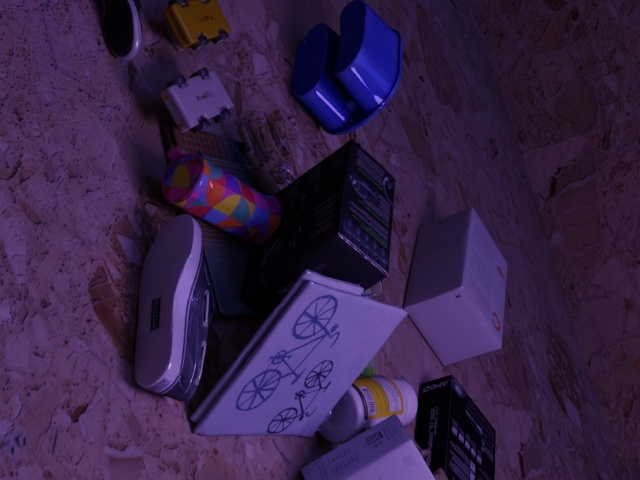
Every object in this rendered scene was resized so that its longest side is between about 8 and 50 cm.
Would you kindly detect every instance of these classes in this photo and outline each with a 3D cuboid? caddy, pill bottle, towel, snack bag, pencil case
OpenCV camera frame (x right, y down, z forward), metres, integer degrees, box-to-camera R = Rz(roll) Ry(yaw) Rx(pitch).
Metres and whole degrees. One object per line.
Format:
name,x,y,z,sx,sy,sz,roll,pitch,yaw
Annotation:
caddy,0.076,-0.402,2.210,0.179,0.241,0.341,41,38,-33
pill bottle,0.091,0.324,1.811,0.208,0.119,0.119,5,66,-51
towel,-0.165,-0.029,1.732,0.271,0.040,0.370,12,59,-59
snack bag,-0.021,0.202,1.567,0.037,0.323,0.342,44,15,33
pencil case,-0.169,-0.075,1.616,0.236,0.104,0.104,33,43,-49

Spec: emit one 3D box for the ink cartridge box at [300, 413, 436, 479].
ink cartridge box,0.101,0.517,1.656,0.309,0.271,0.130,61,-2,-13

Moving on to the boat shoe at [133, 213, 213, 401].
boat shoe,-0.217,0.105,1.470,0.102,0.108,0.301,36,43,-44

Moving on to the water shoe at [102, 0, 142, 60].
water shoe,-0.342,-0.410,1.655,0.080,0.073,0.203,8,64,-61

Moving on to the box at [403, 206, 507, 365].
box,0.356,0.114,2.405,0.215,0.168,0.345,54,30,-24

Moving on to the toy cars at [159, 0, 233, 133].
toy cars,-0.245,-0.326,1.736,0.176,0.087,0.394,39,36,-44

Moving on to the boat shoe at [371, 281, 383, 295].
boat shoe,0.110,0.062,2.135,0.042,0.049,0.133,-30,93,-54

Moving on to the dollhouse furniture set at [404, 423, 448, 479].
dollhouse furniture set,0.155,0.476,1.870,0.129,0.129,0.184,15,33,-56

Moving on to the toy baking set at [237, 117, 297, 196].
toy baking set,-0.091,-0.141,1.902,0.256,0.030,0.197,60,19,-25

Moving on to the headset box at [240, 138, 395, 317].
headset box,0.000,0.000,1.676,0.131,0.246,0.283,40,35,-25

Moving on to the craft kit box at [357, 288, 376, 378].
craft kit box,0.023,0.155,1.903,0.246,0.061,0.250,33,45,-42

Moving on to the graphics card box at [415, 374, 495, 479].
graphics card box,0.304,0.517,2.103,0.233,0.094,0.371,50,33,-29
